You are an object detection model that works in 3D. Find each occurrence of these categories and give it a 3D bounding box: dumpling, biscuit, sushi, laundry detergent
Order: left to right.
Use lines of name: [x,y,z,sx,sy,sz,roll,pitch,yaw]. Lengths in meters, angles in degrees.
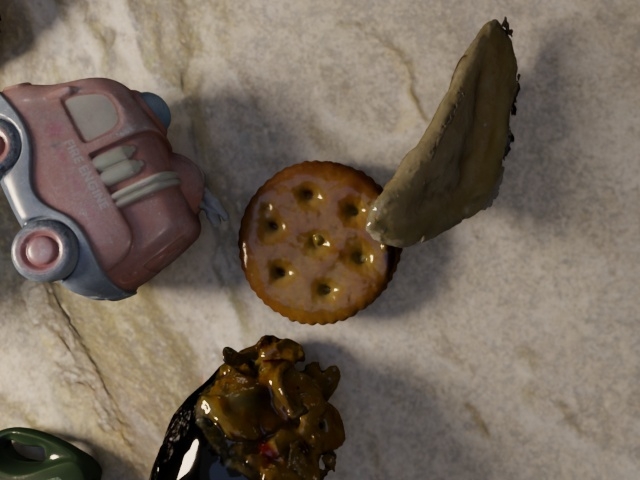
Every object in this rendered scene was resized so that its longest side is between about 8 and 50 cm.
laundry detergent: [-0.425,0.327,0.769,0.221,0.078,0.144,22,89,8]
sushi: [-0.076,0.243,0.686,0.200,0.213,0.204,30,106,-16]
biscuit: [0.000,0.000,0.737,0.220,0.066,0.220,0,88,5]
dumpling: [0.165,-0.113,0.714,0.086,0.166,0.332,20,70,47]

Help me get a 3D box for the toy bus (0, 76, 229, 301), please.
toy bus: [-0.275,-0.078,0.714,0.232,0.197,0.294,-29,85,-5]
